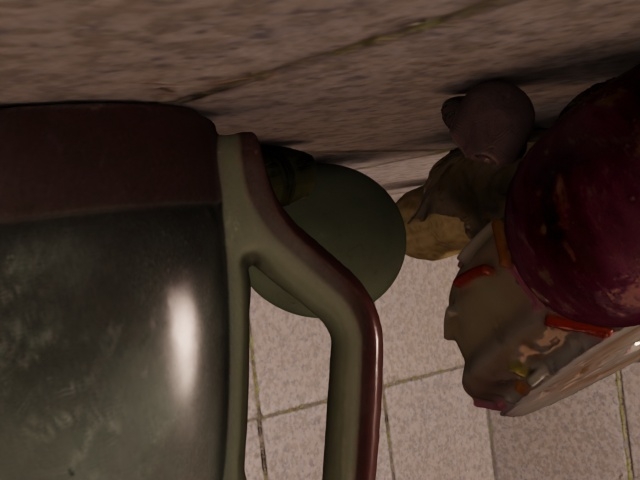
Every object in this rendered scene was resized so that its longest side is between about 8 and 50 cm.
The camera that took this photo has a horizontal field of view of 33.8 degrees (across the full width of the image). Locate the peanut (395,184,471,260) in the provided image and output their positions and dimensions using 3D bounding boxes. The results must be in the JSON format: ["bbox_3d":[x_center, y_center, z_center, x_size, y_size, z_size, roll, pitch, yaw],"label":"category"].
[{"bbox_3d":[0.199,-0.036,1.525,0.124,0.123,0.257,-6,175,-31],"label":"peanut"}]

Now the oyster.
[{"bbox_3d":[0.168,-0.056,0.977,0.162,0.107,0.233,-7,161,14],"label":"oyster"}]

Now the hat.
[{"bbox_3d":[0.104,-0.078,0.624,0.058,0.042,0.087,28,-149,3],"label":"hat"}]

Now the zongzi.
[{"bbox_3d":[-0.071,-0.050,0.813,0.113,0.052,0.104,8,-168,28],"label":"zongzi"}]

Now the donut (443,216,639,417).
[{"bbox_3d":[0.268,0.013,0.895,0.383,0.142,0.382,-26,161,-9],"label":"donut"}]

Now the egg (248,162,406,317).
[{"bbox_3d":[0.000,0.000,1.011,0.149,0.149,0.192,-8,170,37],"label":"egg"}]

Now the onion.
[{"bbox_3d":[0.191,-0.027,0.598,0.153,0.177,0.177,27,-174,11],"label":"onion"}]

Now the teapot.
[{"bbox_3d":[-0.118,0.087,0.616,0.315,0.312,0.233,-7,-179,-1],"label":"teapot"}]
